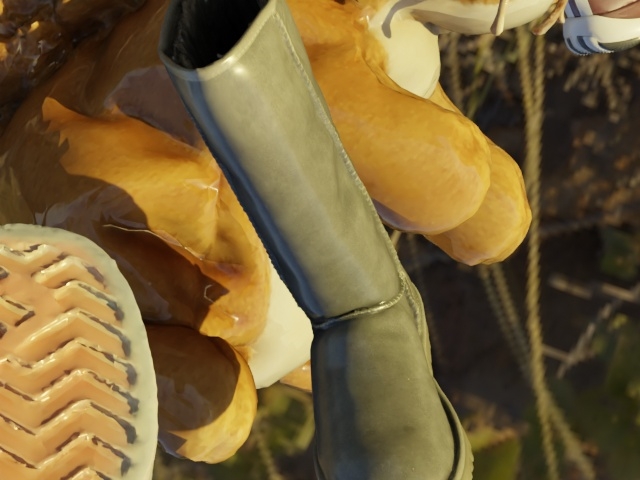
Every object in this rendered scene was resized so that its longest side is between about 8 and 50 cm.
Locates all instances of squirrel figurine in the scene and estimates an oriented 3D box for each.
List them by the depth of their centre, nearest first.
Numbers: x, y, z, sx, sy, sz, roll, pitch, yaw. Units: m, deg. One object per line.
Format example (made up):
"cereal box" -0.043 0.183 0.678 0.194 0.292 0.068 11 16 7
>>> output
"squirrel figurine" -0.047 -0.129 1.098 0.397 0.281 0.370 34 104 27

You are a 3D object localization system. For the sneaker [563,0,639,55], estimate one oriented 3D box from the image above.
"sneaker" 0.294 -0.277 1.606 0.106 0.281 0.162 -4 114 60

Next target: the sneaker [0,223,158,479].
"sneaker" -0.106 0.140 0.600 0.108 0.302 0.121 4 144 -4

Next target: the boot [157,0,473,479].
"boot" -0.002 0.001 0.838 0.076 0.189 0.208 -18 127 1
